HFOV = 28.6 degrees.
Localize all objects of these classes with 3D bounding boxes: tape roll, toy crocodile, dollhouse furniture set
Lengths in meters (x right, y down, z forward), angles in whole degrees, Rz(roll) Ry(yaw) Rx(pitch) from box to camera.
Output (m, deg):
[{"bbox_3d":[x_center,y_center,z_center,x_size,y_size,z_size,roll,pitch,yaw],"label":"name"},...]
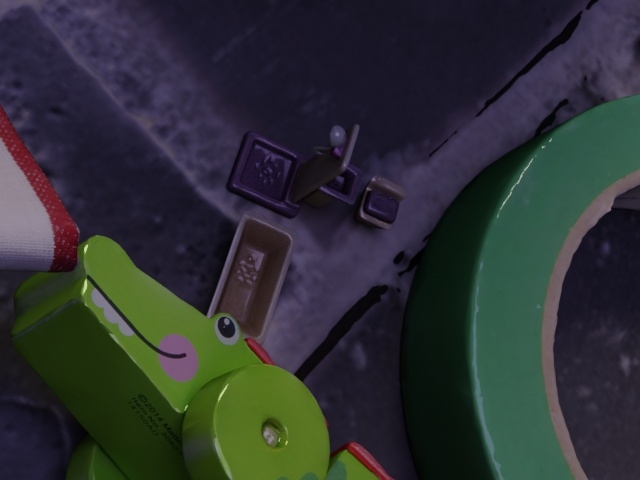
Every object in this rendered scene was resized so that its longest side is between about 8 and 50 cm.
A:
[{"bbox_3d":[0.202,0.080,0.704,0.321,0.077,0.321,6,75,-24],"label":"tape roll"},{"bbox_3d":[-0.005,0.132,0.573,0.340,0.115,0.105,47,43,-9],"label":"toy crocodile"},{"bbox_3d":[0.000,0.000,0.626,0.091,0.081,0.114,25,67,-17],"label":"dollhouse furniture set"}]

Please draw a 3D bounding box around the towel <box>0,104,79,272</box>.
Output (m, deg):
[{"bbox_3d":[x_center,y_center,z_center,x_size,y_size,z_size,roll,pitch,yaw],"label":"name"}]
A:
[{"bbox_3d":[-0.273,-0.061,0.437,0.329,0.037,0.237,1,33,-34],"label":"towel"}]
